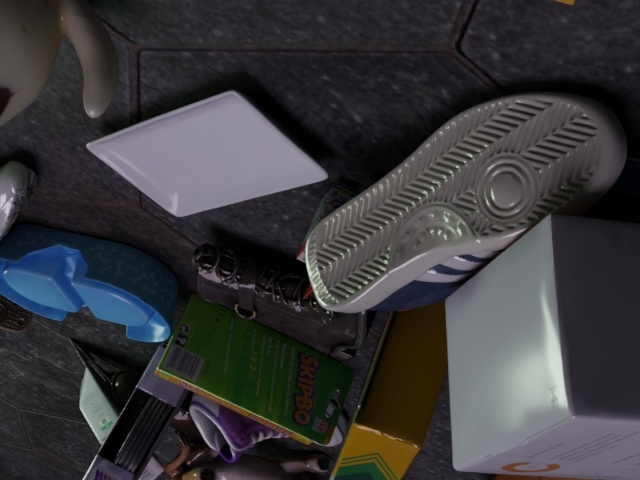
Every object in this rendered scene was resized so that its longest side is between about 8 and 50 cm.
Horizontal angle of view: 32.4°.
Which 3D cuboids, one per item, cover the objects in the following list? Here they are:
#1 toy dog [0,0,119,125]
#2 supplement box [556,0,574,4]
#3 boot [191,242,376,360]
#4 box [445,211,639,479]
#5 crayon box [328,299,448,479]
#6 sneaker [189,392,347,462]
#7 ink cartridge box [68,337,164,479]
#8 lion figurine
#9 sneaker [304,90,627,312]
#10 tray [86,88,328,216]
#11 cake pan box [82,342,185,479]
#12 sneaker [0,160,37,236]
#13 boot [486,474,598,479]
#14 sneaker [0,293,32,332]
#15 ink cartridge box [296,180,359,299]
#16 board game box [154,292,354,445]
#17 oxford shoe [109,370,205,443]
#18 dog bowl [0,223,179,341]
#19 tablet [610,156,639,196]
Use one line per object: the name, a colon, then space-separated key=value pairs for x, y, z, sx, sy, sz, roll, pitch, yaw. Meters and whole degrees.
toy dog: x=-0.417 y=-0.103 z=0.962 sx=0.395 sy=0.408 sz=0.284 roll=27 pitch=153 yaw=-8
supplement box: x=0.163 y=-0.209 z=0.737 sx=0.043 sy=0.055 sz=0.083 roll=16 pitch=152 yaw=8
boot: x=-0.048 y=0.060 z=1.324 sx=0.229 sy=0.091 sz=0.263 roll=21 pitch=154 yaw=1
box: x=0.310 y=0.109 z=0.955 sx=0.345 sy=0.168 sz=0.215 roll=6 pitch=156 yaw=-16
crayon box: x=0.091 y=0.176 z=1.308 sx=0.083 sy=0.203 sz=0.323 roll=19 pitch=152 yaw=5
sneaker: x=-0.086 y=0.281 z=1.671 sx=0.282 sy=0.161 sz=0.102 roll=36 pitch=148 yaw=-27
ink cartridge box: x=-0.366 y=0.294 z=1.882 sx=0.224 sy=0.056 sz=0.181 roll=46 pitch=168 yaw=37
lion figurine: x=-0.146 y=0.420 z=1.954 sx=0.392 sy=0.142 sz=0.240 roll=31 pitch=149 yaw=-29
sneaker: x=0.147 y=-0.029 z=1.021 sx=0.148 sy=0.131 sz=0.350 roll=4 pitch=158 yaw=-45
tray: x=-0.122 y=-0.094 z=1.171 sx=0.270 sy=0.030 sz=0.145 roll=-11 pitch=137 yaw=47
cake pan box: x=-0.264 y=0.276 z=1.627 sx=0.070 sy=0.245 sz=0.267 roll=28 pitch=169 yaw=-1
sneaker: x=-0.444 y=-0.058 z=1.409 sx=0.115 sy=0.090 sz=0.232 roll=37 pitch=148 yaw=-19
boot: x=0.373 y=0.384 z=1.635 sx=0.264 sy=0.096 sz=0.280 roll=24 pitch=146 yaw=12
sneaker: x=-0.551 y=0.085 z=1.782 sx=0.188 sy=0.066 sz=0.071 roll=34 pitch=167 yaw=-11
ink cartridge box: x=0.000 y=0.000 z=1.151 sx=0.029 sy=0.115 sz=0.063 roll=26 pitch=159 yaw=-6
board game box: x=-0.087 y=0.183 z=1.535 sx=0.259 sy=0.124 sz=0.039 roll=25 pitch=153 yaw=-5
oxford shoe: x=-0.252 y=0.274 z=1.875 sx=0.227 sy=0.082 sz=0.096 roll=28 pitch=146 yaw=-31
dog bowl: x=-0.332 y=0.055 z=1.541 sx=0.297 sy=0.074 sz=0.166 roll=11 pitch=150 yaw=20
tablet: x=0.259 y=-0.062 z=0.979 sx=0.083 sy=0.006 sz=0.054 roll=15 pitch=152 yaw=15
